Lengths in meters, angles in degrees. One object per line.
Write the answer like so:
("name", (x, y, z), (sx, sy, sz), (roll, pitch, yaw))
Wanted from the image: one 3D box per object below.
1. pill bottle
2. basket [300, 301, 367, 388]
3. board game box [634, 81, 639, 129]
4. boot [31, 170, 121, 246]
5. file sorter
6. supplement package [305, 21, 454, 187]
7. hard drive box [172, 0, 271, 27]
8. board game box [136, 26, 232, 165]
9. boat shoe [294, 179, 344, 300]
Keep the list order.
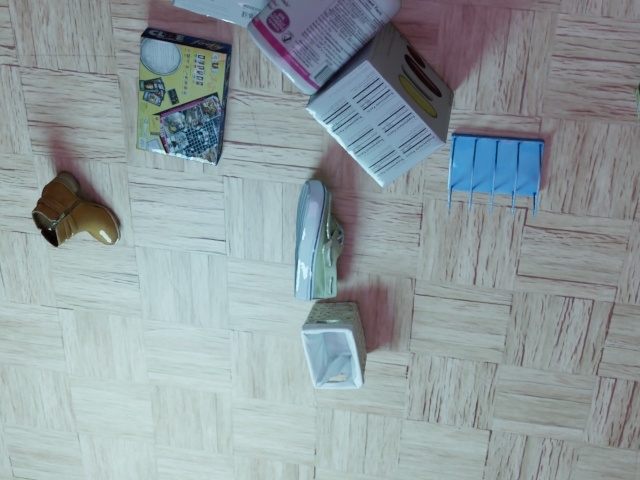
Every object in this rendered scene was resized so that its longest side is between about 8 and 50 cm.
("pill bottle", (0.030, -0.391, 1.709), (0.283, 0.160, 0.160), (-43, 109, 9))
("basket", (0.033, 0.221, 2.212), (0.113, 0.103, 0.167), (-3, 123, 14))
("board game box", (0.578, -0.286, 1.716), (0.045, 0.146, 0.193), (16, 127, 1))
("boot", (-0.501, -0.030, 2.116), (0.073, 0.152, 0.197), (-30, 114, 28))
("file sorter", (0.319, -0.116, 1.915), (0.170, 0.104, 0.118), (5, 125, 9))
("supplement package", (0.108, -0.244, 1.813), (0.149, 0.194, 0.203), (-34, 113, 30))
("hard drive box", (-0.139, -0.492, 1.757), (0.181, 0.089, 0.232), (17, 127, 0))
("board game box", (-0.260, -0.268, 1.968), (0.165, 0.042, 0.243), (13, 126, 3))
("boat shoe", (0.000, 0.000, 2.079), (0.094, 0.109, 0.302), (0, 135, -7))
